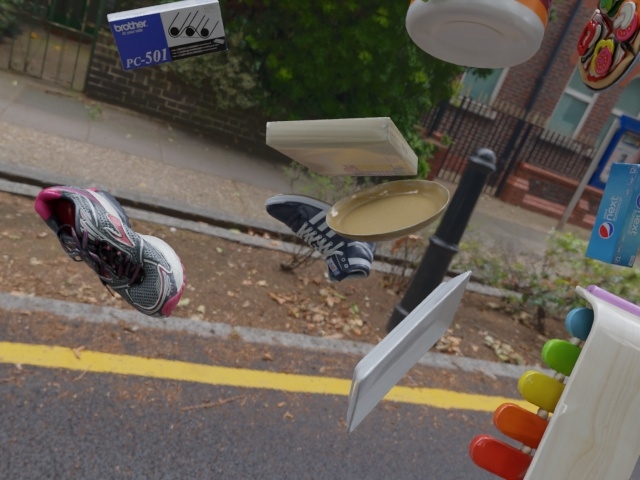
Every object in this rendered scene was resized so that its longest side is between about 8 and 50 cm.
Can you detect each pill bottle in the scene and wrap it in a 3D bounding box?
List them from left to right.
[{"bbox_3d":[0.295,-0.511,0.869,0.224,0.391,0.224,15,-1,0],"label":"pill bottle"}]

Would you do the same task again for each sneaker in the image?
[{"bbox_3d":[-0.341,0.021,0.853,0.299,0.120,0.112,37,10,19],"label":"sneaker"},{"bbox_3d":[0.000,0.000,1.205,0.282,0.153,0.099,17,-25,-15],"label":"sneaker"}]

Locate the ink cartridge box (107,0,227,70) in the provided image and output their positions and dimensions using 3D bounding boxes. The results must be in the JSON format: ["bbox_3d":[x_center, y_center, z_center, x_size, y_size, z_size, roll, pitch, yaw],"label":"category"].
[{"bbox_3d":[-0.295,-0.405,1.037,0.207,0.097,0.046,-17,43,-13],"label":"ink cartridge box"}]

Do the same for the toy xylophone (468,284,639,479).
[{"bbox_3d":[0.349,0.232,0.658,0.236,0.322,0.081,33,-2,-4],"label":"toy xylophone"}]

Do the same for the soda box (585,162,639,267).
[{"bbox_3d":[0.638,-0.054,1.121,0.067,0.210,0.071,10,9,-22],"label":"soda box"}]

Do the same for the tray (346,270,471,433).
[{"bbox_3d":[0.124,0.152,0.774,0.030,0.145,0.270,34,50,27],"label":"tray"}]

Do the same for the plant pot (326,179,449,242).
[{"bbox_3d":[0.128,-0.055,1.011,0.237,0.032,0.236,-13,24,6],"label":"plant pot"}]

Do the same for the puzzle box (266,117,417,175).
[{"bbox_3d":[0.072,-0.214,1.282,0.272,0.052,0.409,1,-3,18],"label":"puzzle box"}]

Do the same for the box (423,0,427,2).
[{"bbox_3d":[0.117,-0.398,0.708,0.109,0.042,0.178,32,2,3],"label":"box"}]

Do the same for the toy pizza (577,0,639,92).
[{"bbox_3d":[0.467,-0.340,0.850,0.032,0.201,0.201,10,19,-3],"label":"toy pizza"}]
